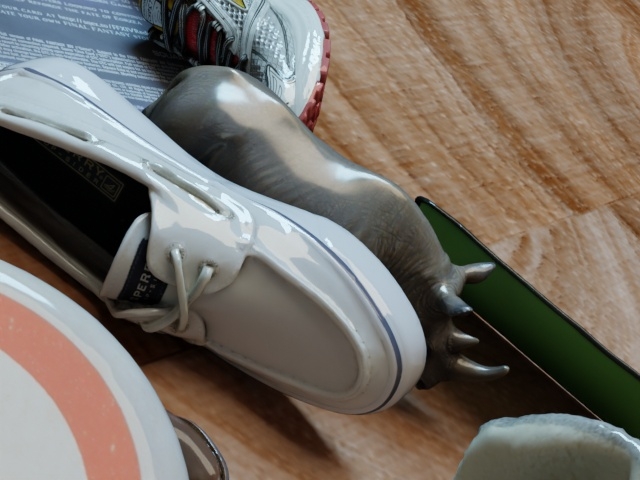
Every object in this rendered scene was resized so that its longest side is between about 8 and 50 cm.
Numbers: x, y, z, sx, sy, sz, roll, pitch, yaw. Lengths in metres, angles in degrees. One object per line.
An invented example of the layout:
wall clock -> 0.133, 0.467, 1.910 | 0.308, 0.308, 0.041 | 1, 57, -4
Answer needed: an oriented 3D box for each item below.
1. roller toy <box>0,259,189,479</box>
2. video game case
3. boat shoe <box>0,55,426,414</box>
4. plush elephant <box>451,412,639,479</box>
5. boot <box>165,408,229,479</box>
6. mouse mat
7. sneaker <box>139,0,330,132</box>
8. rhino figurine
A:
roller toy -> -0.144, 0.102, 0.598 | 0.209, 0.146, 0.191 | -29, 73, -38
video game case -> -0.169, -0.156, 1.139 | 0.196, 0.026, 0.274 | 7, 39, -43
boat shoe -> -0.073, 0.004, 0.930 | 0.267, 0.096, 0.088 | 39, 32, 8
plush elephant -> 0.065, 0.211, 0.640 | 0.330, 0.255, 0.272 | -15, 95, -17
boot -> -0.099, 0.074, 0.811 | 0.106, 0.037, 0.114 | 34, -1, 24
mouse mat -> 0.123, 0.050, 1.072 | 0.189, 0.007, 0.152 | 42, -9, 8
sneaker -> -0.059, -0.120, 1.112 | 0.092, 0.088, 0.225 | -1, 41, -24
rhino figurine -> 0.000, 0.000, 1.001 | 0.243, 0.106, 0.073 | 37, 29, 1
